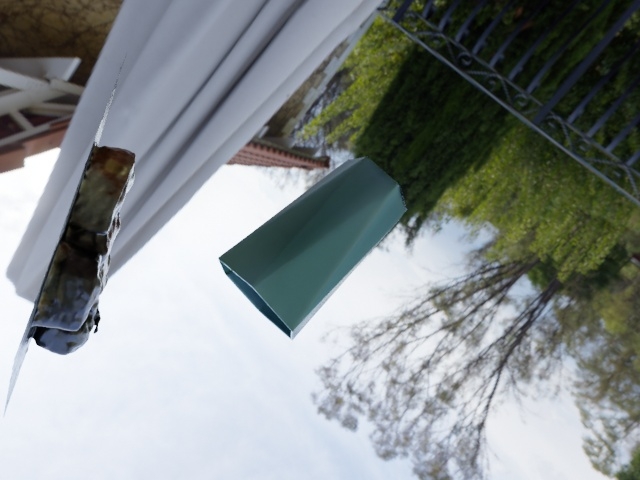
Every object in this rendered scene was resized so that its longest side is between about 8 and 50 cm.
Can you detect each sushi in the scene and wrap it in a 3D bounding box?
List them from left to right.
[{"bbox_3d":[-0.261,0.020,0.599,0.069,0.320,0.339,19,-125,-24],"label":"sushi"}]

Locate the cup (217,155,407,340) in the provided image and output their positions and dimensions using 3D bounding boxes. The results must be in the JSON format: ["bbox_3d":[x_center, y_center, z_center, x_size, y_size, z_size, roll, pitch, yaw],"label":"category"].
[{"bbox_3d":[0.000,0.000,0.692,0.148,0.236,0.134,37,164,37],"label":"cup"}]
